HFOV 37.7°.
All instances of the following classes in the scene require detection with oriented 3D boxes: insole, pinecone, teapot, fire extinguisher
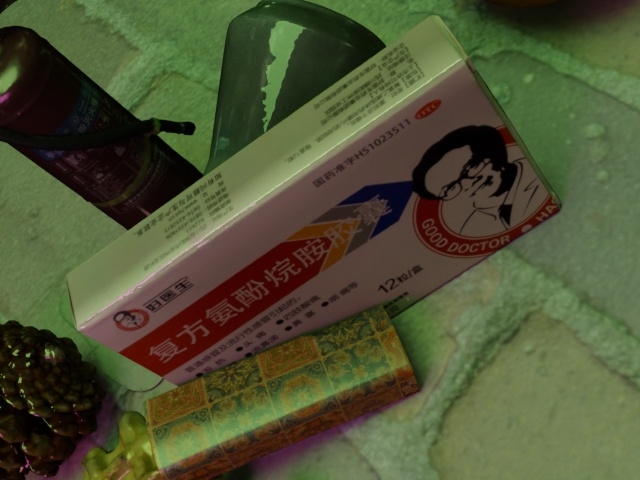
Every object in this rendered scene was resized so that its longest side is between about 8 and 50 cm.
[{"bbox_3d":[-0.220,0.098,0.981,0.197,0.004,0.065,32,84,40],"label":"insole"},{"bbox_3d":[-0.295,0.162,0.905,0.173,0.173,0.173,-15,57,25],"label":"pinecone"},{"bbox_3d":[-0.043,-0.093,0.888,0.203,0.171,0.225,2,69,68],"label":"teapot"},{"bbox_3d":[-0.220,-0.113,0.879,0.105,0.341,0.141,16,72,37],"label":"fire extinguisher"}]

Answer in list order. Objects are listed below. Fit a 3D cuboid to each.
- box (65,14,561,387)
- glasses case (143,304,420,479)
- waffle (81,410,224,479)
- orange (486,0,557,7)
[{"bbox_3d":[0.000,0.000,0.759,0.353,0.214,0.069,-35,49,11],"label":"box"},{"bbox_3d":[-0.034,0.128,0.776,0.218,0.049,0.075,-22,53,-1],"label":"glasses case"},{"bbox_3d":[-0.200,0.303,0.805,0.281,0.058,0.301,16,69,46],"label":"waffle"},{"bbox_3d":[0.191,-0.336,0.816,0.261,0.261,0.261,-15,57,25],"label":"orange"}]
